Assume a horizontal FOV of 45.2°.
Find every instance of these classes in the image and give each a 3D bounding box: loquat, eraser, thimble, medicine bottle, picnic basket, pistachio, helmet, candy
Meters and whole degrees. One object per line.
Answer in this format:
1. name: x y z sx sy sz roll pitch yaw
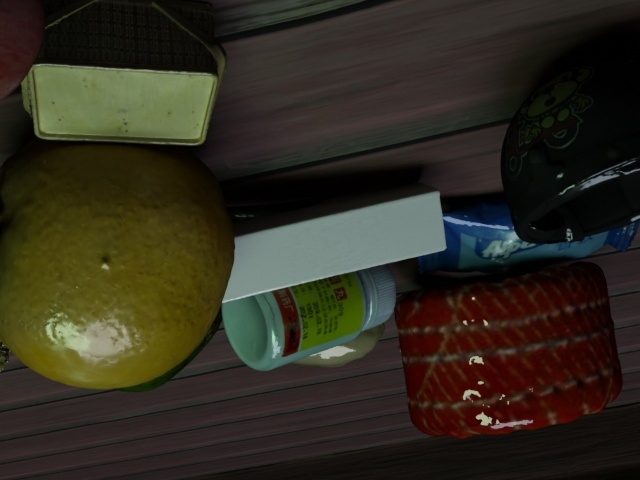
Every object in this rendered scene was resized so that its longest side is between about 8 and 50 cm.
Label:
1. loquat: -0.224 0.016 0.769 0.275 0.274 0.275 -7 155 -3
2. eraser: 0.000 0.001 0.942 0.298 0.078 0.076 -13 -165 -11
3. thimble: 0.287 0.168 1.214 0.350 0.230 0.350 -9 176 -1
4. medicine bottle: -0.015 0.088 1.079 0.225 0.139 0.139 -13 163 -38
5. picnic basket: -0.169 -0.146 0.661 0.164 0.079 0.115 1 154 -19
6. pistachio: -0.004 0.146 1.287 0.223 0.126 0.152 -3 121 0
7. helmet: 0.305 -0.104 0.802 0.279 0.160 0.230 -8 160 -38
8. candy: 0.297 -0.012 1.100 0.331 0.077 0.187 -11 148 1

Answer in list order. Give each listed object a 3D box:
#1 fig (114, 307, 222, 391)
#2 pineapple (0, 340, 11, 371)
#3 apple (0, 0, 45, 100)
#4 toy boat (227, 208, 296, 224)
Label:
1. fig: -0.270 0.093 1.089 0.203 0.235 0.203 -47 175 -5
2. pineapple: -0.484 0.144 1.171 0.077 0.114 0.114 14 148 -3
3. apple: -0.266 -0.160 0.528 0.153 0.153 0.120 -15 -176 15
4. toy boat: -0.128 0.006 0.987 0.293 0.093 0.055 -6 172 -12
